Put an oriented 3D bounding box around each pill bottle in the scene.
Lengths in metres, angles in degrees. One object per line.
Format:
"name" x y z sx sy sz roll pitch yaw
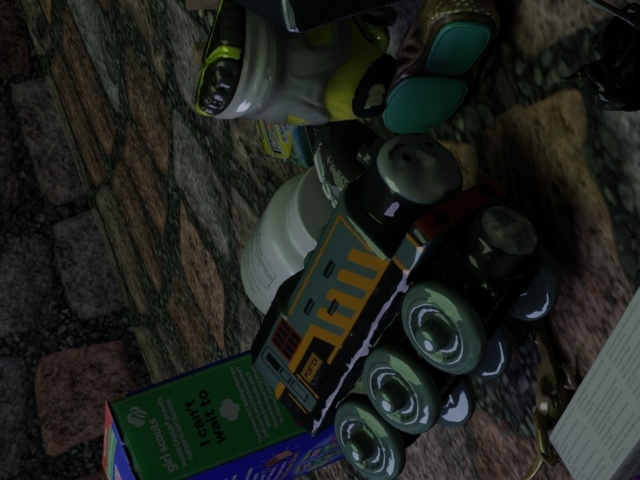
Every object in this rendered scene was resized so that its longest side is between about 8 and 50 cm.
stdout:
"pill bottle" 0.000 0.000 1.346 0.131 0.131 0.229 66 161 11

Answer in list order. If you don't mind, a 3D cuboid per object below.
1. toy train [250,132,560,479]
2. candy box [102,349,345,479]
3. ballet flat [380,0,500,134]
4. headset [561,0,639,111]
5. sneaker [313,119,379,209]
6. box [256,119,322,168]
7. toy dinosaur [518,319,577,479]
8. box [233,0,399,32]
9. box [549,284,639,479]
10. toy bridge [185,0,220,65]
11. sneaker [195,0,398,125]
"toy train" 0.059 0.060 1.089 0.190 0.142 0.334 45 141 17
"candy box" -0.085 0.218 1.520 0.122 0.317 0.268 64 160 17
"ballet flat" 0.095 -0.153 1.051 0.206 0.073 0.067 127 147 -65
"headset" 0.107 -0.255 0.700 0.243 0.185 0.394 -13 109 29
"sneaker" 0.086 -0.026 1.179 0.229 0.086 0.132 59 156 1
"box" -0.043 -0.195 1.399 0.159 0.044 0.233 22 130 66
"toy dinosaur" 0.195 0.147 1.106 0.092 0.053 0.183 -114 19 -64
"box" -0.033 -0.353 0.946 0.395 0.212 0.293 41 146 57
"box" 0.232 0.081 0.885 0.324 0.063 0.067 100 147 -56
"toy bridge" -0.122 -0.277 1.504 0.026 0.063 0.188 96 166 -53
"sneaker" -0.019 -0.182 1.131 0.385 0.147 0.145 -89 15 -61
